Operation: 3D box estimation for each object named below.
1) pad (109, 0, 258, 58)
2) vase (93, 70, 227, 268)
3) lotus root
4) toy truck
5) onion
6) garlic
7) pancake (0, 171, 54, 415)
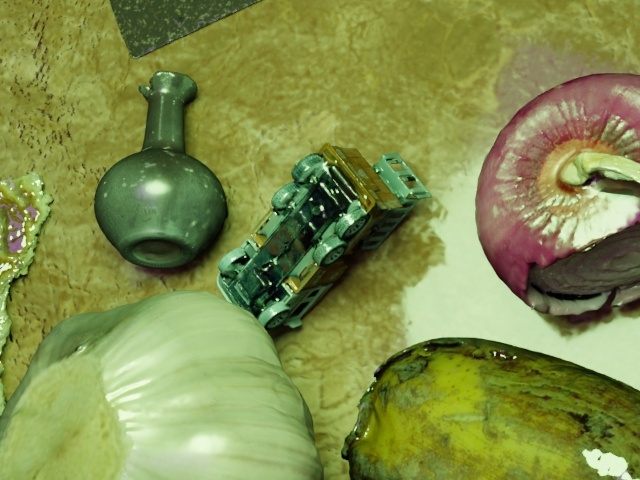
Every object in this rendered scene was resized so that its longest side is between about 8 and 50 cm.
[{"bbox_3d":[-0.069,-0.333,1.792,0.330,0.004,0.220,-23,73,11],"label":"pad"},{"bbox_3d":[-0.144,-0.069,1.707,0.120,0.120,0.183,-8,63,15],"label":"vase"},{"bbox_3d":[0.182,0.195,1.476,0.397,0.179,0.196,21,106,38],"label":"lotus root"},{"bbox_3d":[-0.001,-0.001,1.647,0.178,0.115,0.080,-48,68,27],"label":"toy truck"},{"bbox_3d":[0.229,-0.048,1.556,0.207,0.200,0.200,-48,66,37],"label":"onion"},{"bbox_3d":[-0.144,0.197,1.575,0.317,0.259,0.317,-22,54,34],"label":"garlic"},{"bbox_3d":[-0.336,0.045,1.779,0.244,0.057,0.266,-41,74,-4],"label":"pancake"}]
